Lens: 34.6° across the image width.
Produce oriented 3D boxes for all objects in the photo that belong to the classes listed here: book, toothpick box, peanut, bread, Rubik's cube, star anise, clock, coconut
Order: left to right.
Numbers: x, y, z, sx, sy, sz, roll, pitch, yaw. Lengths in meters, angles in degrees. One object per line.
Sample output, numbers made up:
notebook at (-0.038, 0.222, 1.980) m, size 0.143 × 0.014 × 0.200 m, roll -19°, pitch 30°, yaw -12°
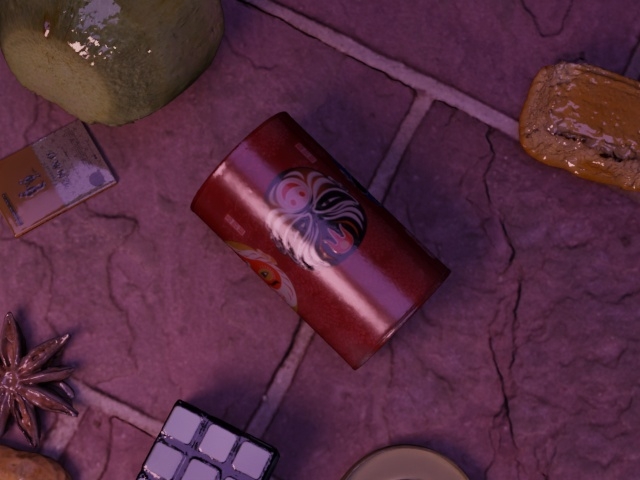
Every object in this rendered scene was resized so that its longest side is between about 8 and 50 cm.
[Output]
peanut at (-0.429, 0.322, 1.421) m, size 0.174 × 0.080 × 0.080 m, roll 18°, pitch 77°, yaw -3°
star anise at (-0.436, 0.198, 1.458) m, size 0.182 × 0.065 × 0.195 m, roll -4°, pitch 83°, yaw -3°
book at (-0.409, -0.095, 1.547) m, size 0.172 × 0.012 × 0.118 m, roll -31°, pitch 82°, yaw -12°
coconut at (-0.296, -0.332, 1.479) m, size 0.328 × 0.281 × 0.329 m, roll -5°, pitch 46°, yaw 5°
Rubik's cube at (-0.162, 0.326, 1.410) m, size 0.163 × 0.162 × 0.161 m, roll 26°, pitch 76°, yaw 1°
toothpick box at (0.000, 0.000, 1.478) m, size 0.333 × 0.204 × 0.204 m, roll 45°, pitch 77°, yaw 3°
clock at (0.122, 0.412, 1.473) m, size 0.234 × 0.029 × 0.235 m, roll 1°, pitch 86°, yaw -11°
bread at (0.439, -0.183, 1.608) m, size 0.245 × 0.121 × 0.174 m, roll 17°, pitch 68°, yaw 2°
